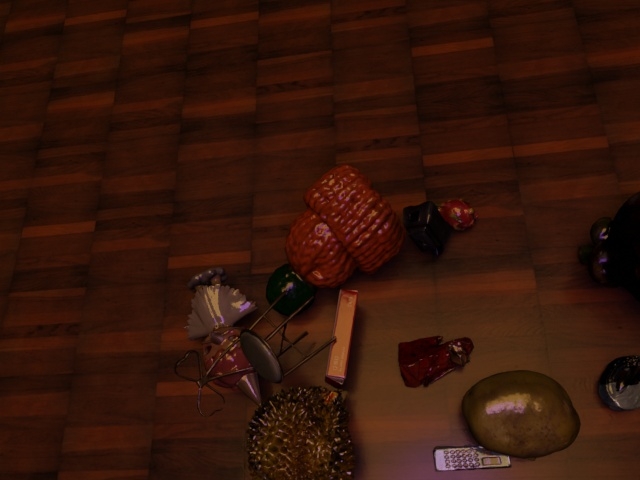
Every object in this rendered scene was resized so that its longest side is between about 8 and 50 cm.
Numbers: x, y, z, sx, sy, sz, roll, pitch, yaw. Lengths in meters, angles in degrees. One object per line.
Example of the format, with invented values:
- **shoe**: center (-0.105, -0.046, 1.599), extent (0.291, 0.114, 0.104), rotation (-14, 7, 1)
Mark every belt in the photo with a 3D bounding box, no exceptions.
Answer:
- **belt**: center (0.696, 0.324, 1.260), extent (0.140, 0.058, 0.105), rotation (-43, 73, -12)

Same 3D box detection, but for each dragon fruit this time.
- **dragon fruit**: center (0.284, 0.290, 1.360), extent (0.192, 0.122, 0.092), rotation (-20, 105, -2)
- **dragon fruit**: center (0.355, -0.072, 1.477), extent (0.116, 0.081, 0.086), rotation (30, 87, 20)

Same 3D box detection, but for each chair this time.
- **chair**: center (-0.140, 0.262, 1.267), extent (0.326, 0.159, 0.170), rotation (-35, 19, -30)

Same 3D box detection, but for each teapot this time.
- **teapot**: center (0.269, -0.021, 1.427), extent (0.087, 0.177, 0.096), rotation (-13, 43, 37)

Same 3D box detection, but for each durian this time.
- **durian**: center (-0.039, 0.460, 1.254), extent (0.258, 0.258, 0.293), rotation (-5, 52, 9)

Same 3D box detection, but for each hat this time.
- **hat**: center (0.000, 0.000, 1.435), extent (0.400, 0.285, 0.285), rotation (-33, 65, 9)

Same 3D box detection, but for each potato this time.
- **potato**: center (0.440, 0.384, 1.232), extent (0.228, 0.148, 0.197), rotation (-23, 78, 8)

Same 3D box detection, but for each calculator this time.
- **calculator**: center (0.346, 0.496, 1.277), extent (0.172, 0.018, 0.057), rotation (-6, 68, 7)

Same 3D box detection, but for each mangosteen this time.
- **mangosteen**: center (0.765, 0.020, 1.248), extent (0.314, 0.297, 0.296), rotation (-8, 67, 4)

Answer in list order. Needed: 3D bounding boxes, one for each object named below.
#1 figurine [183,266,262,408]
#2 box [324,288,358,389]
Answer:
- **figurine**: center (-0.238, 0.257, 1.406), extent (0.207, 0.166, 0.387), rotation (-24, 64, 3)
- **box**: center (0.052, 0.245, 1.379), extent (0.050, 0.123, 0.229), rotation (9, 69, 4)
